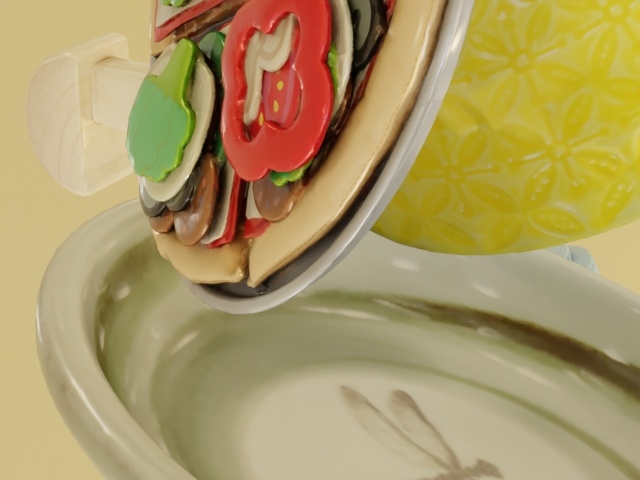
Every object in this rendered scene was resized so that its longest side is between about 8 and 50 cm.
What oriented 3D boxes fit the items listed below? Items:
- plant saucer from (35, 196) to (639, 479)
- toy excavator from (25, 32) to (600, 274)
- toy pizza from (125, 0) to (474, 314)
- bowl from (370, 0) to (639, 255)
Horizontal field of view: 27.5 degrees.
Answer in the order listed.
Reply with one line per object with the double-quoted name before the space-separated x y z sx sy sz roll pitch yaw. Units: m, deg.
"plant saucer" 0.058 0.101 0.614 0.400 0.100 0.400 16 21 -6
"toy excavator" 0.000 0.000 1.093 0.222 0.433 0.445 -36 108 -54
"toy pizza" -0.019 -0.078 0.395 0.032 0.201 0.201 10 22 -29
"bowl" 0.083 -0.153 0.605 0.156 0.289 0.289 52 -1 -42
